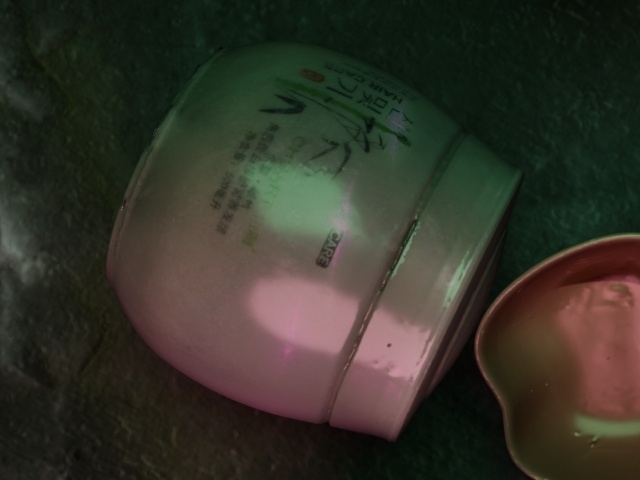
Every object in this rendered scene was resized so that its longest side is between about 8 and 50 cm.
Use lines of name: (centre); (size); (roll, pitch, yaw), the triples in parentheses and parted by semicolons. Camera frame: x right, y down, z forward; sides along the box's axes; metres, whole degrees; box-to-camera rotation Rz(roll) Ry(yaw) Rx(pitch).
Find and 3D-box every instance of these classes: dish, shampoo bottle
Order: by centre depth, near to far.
shampoo bottle: (0.000, 0.000, 1.410); (0.266, 0.273, 0.273); (24, 74, 7)
dish: (0.228, 0.092, 1.440); (0.213, 0.090, 0.213); (1, 100, 8)
